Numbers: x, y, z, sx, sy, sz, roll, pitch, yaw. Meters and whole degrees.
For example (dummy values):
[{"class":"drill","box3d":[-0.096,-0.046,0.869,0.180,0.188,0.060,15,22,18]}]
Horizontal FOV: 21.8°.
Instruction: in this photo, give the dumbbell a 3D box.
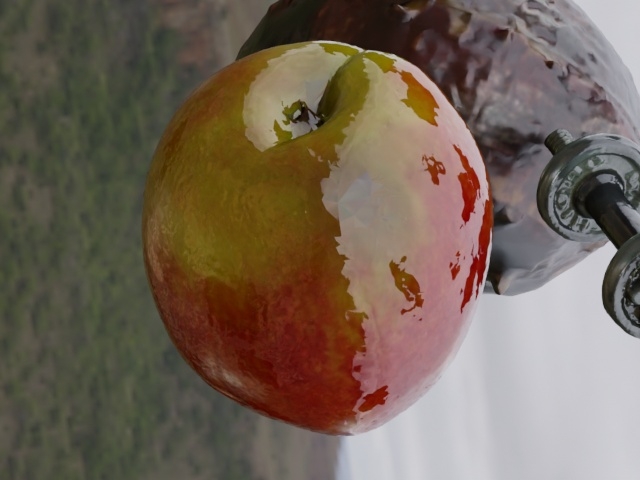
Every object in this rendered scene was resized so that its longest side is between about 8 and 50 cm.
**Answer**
[{"class":"dumbbell","box3d":[0.192,-0.004,1.035,0.254,0.082,0.081,-114,-167,-56]}]

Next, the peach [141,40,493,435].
[{"class":"peach","box3d":[0.000,0.000,0.866,0.190,0.190,0.192,-99,-171,-50]}]

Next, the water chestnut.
[{"class":"water chestnut","box3d":[0.086,-0.059,1.294,0.350,0.351,0.302,83,27,-75]}]
